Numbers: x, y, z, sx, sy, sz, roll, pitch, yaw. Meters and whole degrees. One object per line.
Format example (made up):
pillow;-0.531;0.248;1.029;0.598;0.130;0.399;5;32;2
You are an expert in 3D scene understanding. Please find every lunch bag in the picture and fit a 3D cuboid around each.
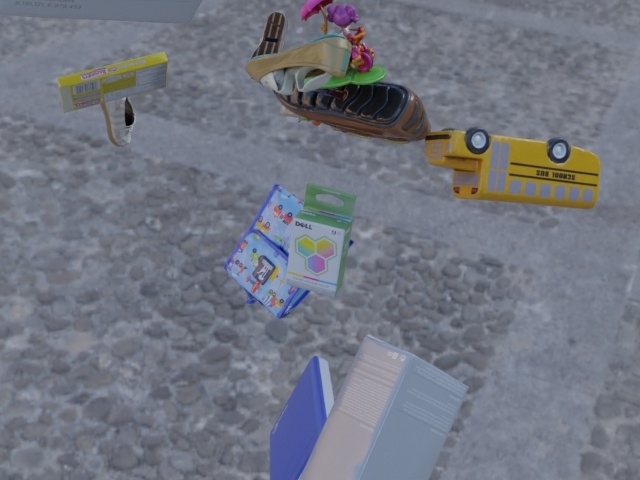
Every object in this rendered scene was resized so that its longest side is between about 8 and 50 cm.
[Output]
lunch bag;-0.100;0.043;2.123;0.221;0.293;0.138;38;3;24

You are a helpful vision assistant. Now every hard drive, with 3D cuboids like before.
hard drive;-0.037;0.374;1.561;0.040;0.210;0.318;26;12;-10

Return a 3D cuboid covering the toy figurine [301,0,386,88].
toy figurine;0.029;-0.369;1.477;0.173;0.159;0.130;13;41;29

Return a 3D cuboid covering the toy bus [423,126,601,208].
toy bus;0.359;-0.135;1.551;0.333;0.130;0.108;3;5;-23

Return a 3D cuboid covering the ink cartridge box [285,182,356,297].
ink cartridge box;0.000;0.000;1.661;0.109;0.209;0.062;15;25;13

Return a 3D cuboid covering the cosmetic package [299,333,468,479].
cosmetic package;0.075;0.258;1.042;0.107;0.127;0.238;18;76;52

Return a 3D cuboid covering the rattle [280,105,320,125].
rattle;-0.030;-0.365;2.107;0.130;0.142;0.200;-7;6;19

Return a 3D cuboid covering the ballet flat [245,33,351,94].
ballet flat;-0.045;-0.270;1.320;0.080;0.073;0.232;6;-7;-40

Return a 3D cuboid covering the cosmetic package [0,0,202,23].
cosmetic package;-0.295;-0.551;1.126;0.327;0.394;0.329;-8;66;-39

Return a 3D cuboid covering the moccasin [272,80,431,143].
moccasin;0.055;-0.279;1.644;0.380;0.139;0.147;18;-9;36

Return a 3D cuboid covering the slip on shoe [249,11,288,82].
slip on shoe;-0.093;-0.345;1.495;0.051;0.135;0.041;14;-7;9

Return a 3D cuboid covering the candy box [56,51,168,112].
candy box;-0.392;-0.300;1.568;0.206;0.105;0.027;-18;79;-18

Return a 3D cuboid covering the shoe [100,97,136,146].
shoe;-0.466;-0.283;1.934;0.058;0.219;0.076;7;67;1
